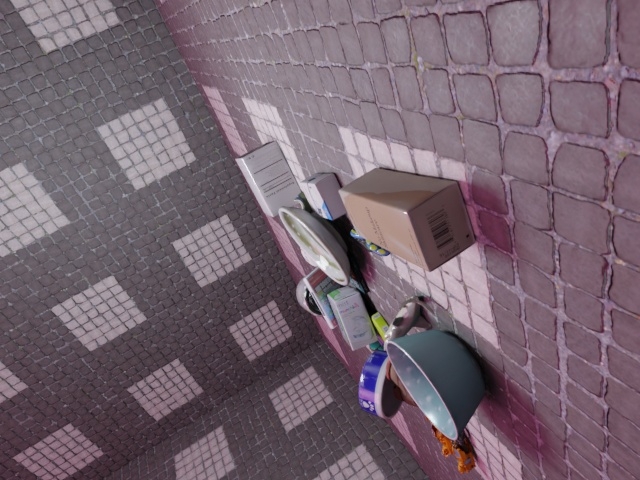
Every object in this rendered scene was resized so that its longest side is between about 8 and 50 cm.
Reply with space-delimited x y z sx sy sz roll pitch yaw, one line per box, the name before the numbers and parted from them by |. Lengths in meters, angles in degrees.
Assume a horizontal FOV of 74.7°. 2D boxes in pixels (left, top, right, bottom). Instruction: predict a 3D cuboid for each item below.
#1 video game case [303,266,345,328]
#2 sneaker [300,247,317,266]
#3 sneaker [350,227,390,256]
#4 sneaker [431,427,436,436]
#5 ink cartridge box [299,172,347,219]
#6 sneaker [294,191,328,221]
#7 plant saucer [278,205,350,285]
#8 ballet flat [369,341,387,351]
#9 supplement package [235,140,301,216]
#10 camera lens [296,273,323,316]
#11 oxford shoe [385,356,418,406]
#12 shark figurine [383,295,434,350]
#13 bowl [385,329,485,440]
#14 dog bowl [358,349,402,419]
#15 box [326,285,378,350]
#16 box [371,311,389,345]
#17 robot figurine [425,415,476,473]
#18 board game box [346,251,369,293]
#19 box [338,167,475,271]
video game case | 0.047 0.258 2.058 0.025 0.204 0.285 -18 104 44
sneaker | -0.056 0.028 2.142 0.270 0.090 0.145 65 170 -12
sneaker | 0.165 0.002 1.290 0.078 0.067 0.188 42 177 -31
sneaker | 0.523 0.841 1.793 0.118 0.067 0.042 55 168 21
ink cartridge box | 0.013 -0.155 1.454 0.139 0.082 0.191 63 167 -16
sneaker | -0.041 -0.115 1.750 0.192 0.086 0.064 61 168 -7
plant saucer | 0.000 0.000 1.650 0.400 0.100 0.400 46 167 13
ballet flat | 0.290 0.511 1.947 0.079 0.077 0.221 57 164 -5
supplement package | -0.229 -0.279 1.906 0.292 0.175 0.177 64 166 -19
camera lens | -0.011 0.288 2.269 0.219 0.219 0.274 61 168 -5
oxford shoe | 0.346 0.530 1.626 0.130 0.123 0.348 19 147 39
shark figurine | 0.292 0.233 1.287 0.116 0.166 0.278 31 142 12
bowl | 0.342 0.379 1.197 0.311 0.163 0.311 55 167 20
dog bowl | 0.266 0.597 1.751 0.104 0.265 0.264 5 132 34
box | 0.140 0.341 1.905 0.262 0.127 0.231 -171 59 -83
box | 0.262 0.390 1.828 0.109 0.042 0.178 55 168 24
robot figurine | 0.499 0.753 1.638 0.290 0.085 0.211 63 167 -17
board game box | 0.135 0.125 1.755 0.186 0.026 0.126 64 168 -21
box | 0.175 -0.060 0.925 0.147 0.121 0.311 64 167 -21
